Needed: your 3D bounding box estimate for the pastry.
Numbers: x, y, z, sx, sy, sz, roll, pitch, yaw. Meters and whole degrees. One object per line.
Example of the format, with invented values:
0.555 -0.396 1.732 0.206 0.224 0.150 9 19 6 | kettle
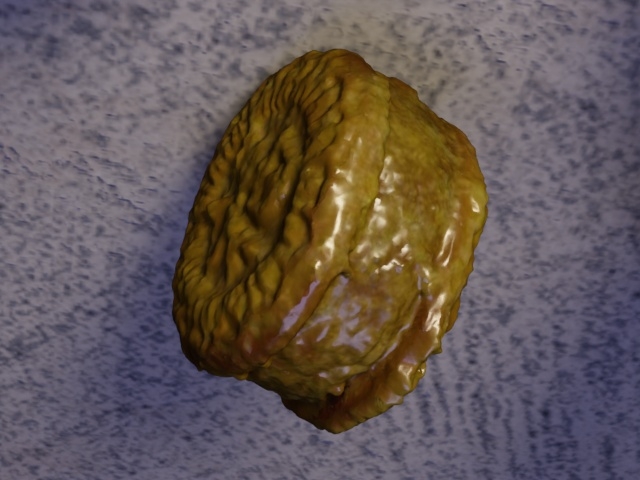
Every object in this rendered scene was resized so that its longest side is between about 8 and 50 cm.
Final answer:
0.000 0.000 0.849 0.103 0.189 0.188 25 138 -26 | pastry
